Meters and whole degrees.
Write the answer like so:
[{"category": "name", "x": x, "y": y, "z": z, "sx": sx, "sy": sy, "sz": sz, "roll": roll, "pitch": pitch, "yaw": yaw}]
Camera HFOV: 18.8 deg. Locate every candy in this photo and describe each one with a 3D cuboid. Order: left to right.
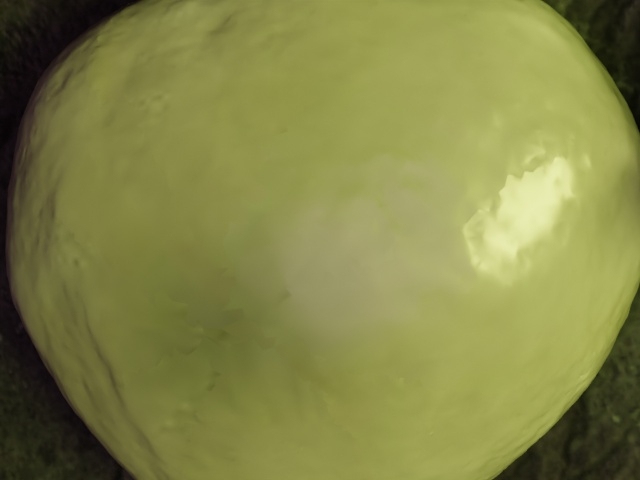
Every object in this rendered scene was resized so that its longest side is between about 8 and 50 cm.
[{"category": "candy", "x": 0.000, "y": 0.000, "z": 1.225, "sx": 0.427, "sy": 0.186, "sz": 0.386, "roll": -25, "pitch": 92, "yaw": 21}]
